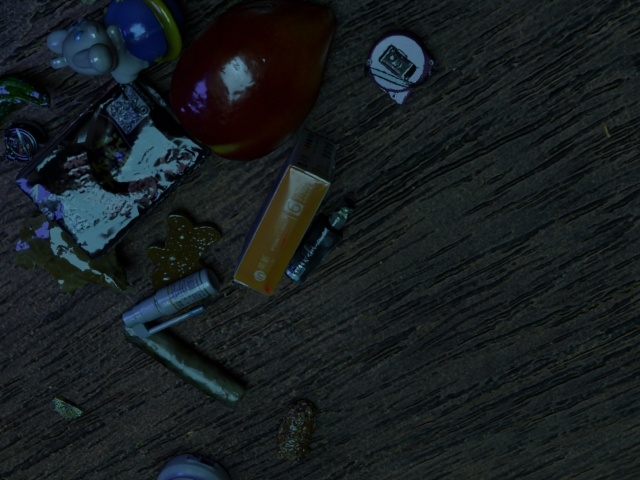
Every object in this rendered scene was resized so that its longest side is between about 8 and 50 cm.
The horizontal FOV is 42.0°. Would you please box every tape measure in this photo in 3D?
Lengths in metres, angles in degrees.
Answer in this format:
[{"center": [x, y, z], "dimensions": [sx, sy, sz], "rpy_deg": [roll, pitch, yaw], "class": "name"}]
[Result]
[{"center": [-0.614, -0.201, 1.738], "dimensions": [0.091, 0.054, 0.094], "rpy_deg": [19, 121, -1], "class": "tape measure"}, {"center": [0.148, -0.326, 1.546], "dimensions": [0.125, 0.074, 0.118], "rpy_deg": [35, 113, -9], "class": "tape measure"}]

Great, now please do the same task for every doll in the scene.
[{"center": [-0.383, -0.372, 1.566], "dimensions": [0.311, 0.243, 0.159], "rpy_deg": [15, 152, 44], "class": "doll"}]

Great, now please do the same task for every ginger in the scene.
[{"center": [-0.509, 0.021, 1.780], "dimensions": [0.270, 0.123, 0.219], "rpy_deg": [27, 99, -9], "class": "ginger"}]

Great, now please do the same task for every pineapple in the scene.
[{"center": [-0.616, 0.408, 2.021], "dimensions": [0.083, 0.019, 0.045], "rpy_deg": [33, 111, -9], "class": "pineapple"}]

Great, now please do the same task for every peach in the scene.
[{"center": [-0.123, -0.296, 1.535], "dimensions": [0.361, 0.201, 0.258], "rpy_deg": [-36, 103, 21], "class": "peach"}]

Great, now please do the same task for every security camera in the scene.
[{"center": [-0.323, 0.643, 1.958], "dimensions": [0.194, 0.236, 0.195], "rpy_deg": [5, 115, 10], "class": "security camera"}]

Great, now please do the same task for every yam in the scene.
[{"center": [-0.307, 0.276, 1.887], "dimensions": [0.317, 0.067, 0.071], "rpy_deg": [34, 84, -5], "class": "yam"}]

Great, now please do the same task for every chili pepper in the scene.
[{"center": [-0.666, -0.256, 1.702], "dimensions": [0.278, 0.122, 0.065], "rpy_deg": [-31, 145, 17], "class": "chili pepper"}]

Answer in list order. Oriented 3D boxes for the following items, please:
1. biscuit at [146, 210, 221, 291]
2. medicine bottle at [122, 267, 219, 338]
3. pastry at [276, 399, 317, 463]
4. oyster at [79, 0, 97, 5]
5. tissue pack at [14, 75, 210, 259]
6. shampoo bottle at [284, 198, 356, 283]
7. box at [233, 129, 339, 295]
[{"center": [-0.305, 0.033, 1.798], "dimensions": [0.138, 0.031, 0.205], "rpy_deg": [21, 116, -13], "class": "biscuit"}, {"center": [-0.318, 0.140, 1.806], "dimensions": [0.220, 0.061, 0.092], "rpy_deg": [-25, 117, 12], "class": "medicine bottle"}, {"center": [-0.058, 0.449, 1.923], "dimensions": [0.087, 0.063, 0.169], "rpy_deg": [11, 114, 2], "class": "pastry"}, {"center": [-0.424, -0.531, 1.562], "dimensions": [0.163, 0.081, 0.191], "rpy_deg": [50, 130, 13], "class": "oyster"}, {"center": [-0.413, -0.151, 1.662], "dimensions": [0.332, 0.123, 0.245], "rpy_deg": [-43, 96, 5], "class": "tissue pack"}, {"center": [0.001, 0.000, 1.719], "dimensions": [0.057, 0.063, 0.208], "rpy_deg": [30, 115, -17], "class": "shampoo bottle"}, {"center": [-0.066, -0.057, 1.621], "dimensions": [0.091, 0.221, 0.274], "rpy_deg": [26, 117, -7], "class": "box"}]
